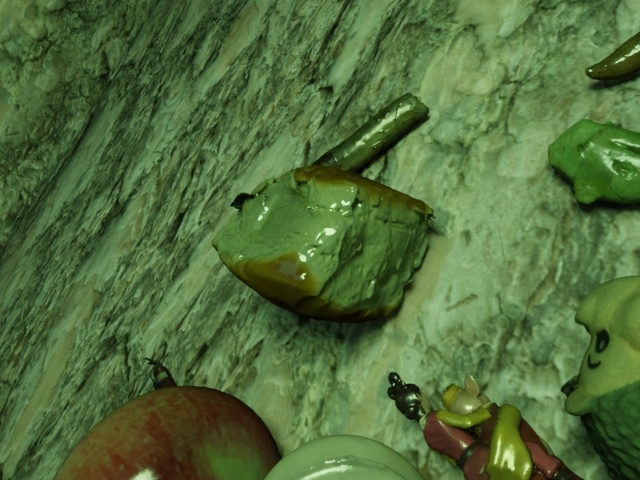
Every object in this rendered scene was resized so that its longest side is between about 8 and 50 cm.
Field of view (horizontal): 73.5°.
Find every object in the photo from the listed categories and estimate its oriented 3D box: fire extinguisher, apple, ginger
[{"bbox_3d":[-0.310,0.302,0.865,0.173,0.035,0.049,36,128,42],"label":"fire extinguisher"},{"bbox_3d":[-0.213,0.368,0.573,0.269,0.344,0.345,-1,66,46],"label":"apple"},{"bbox_3d":[0.434,-0.108,0.509,0.289,0.089,0.137,-9,80,38],"label":"ginger"}]

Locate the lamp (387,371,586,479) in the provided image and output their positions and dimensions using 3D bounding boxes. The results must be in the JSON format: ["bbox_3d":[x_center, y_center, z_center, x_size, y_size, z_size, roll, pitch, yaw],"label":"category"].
[{"bbox_3d":[0.190,0.235,0.486,0.118,0.118,0.253,-53,45,0],"label":"lamp"}]

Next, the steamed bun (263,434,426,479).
[{"bbox_3d":[0.028,0.346,0.499,0.231,0.145,0.232,0,77,1],"label":"steamed bun"}]

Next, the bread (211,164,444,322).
[{"bbox_3d":[0.000,0.000,0.649,0.250,0.279,0.225,23,95,42],"label":"bread"}]

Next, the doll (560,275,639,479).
[{"bbox_3d":[0.380,0.095,0.349,0.349,0.247,0.247,-45,46,29],"label":"doll"}]

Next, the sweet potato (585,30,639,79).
[{"bbox_3d":[0.497,-0.301,0.579,0.273,0.067,0.067,-32,51,16],"label":"sweet potato"}]

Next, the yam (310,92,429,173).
[{"bbox_3d":[0.060,-0.166,0.820,0.317,0.071,0.067,-36,87,14],"label":"yam"}]
